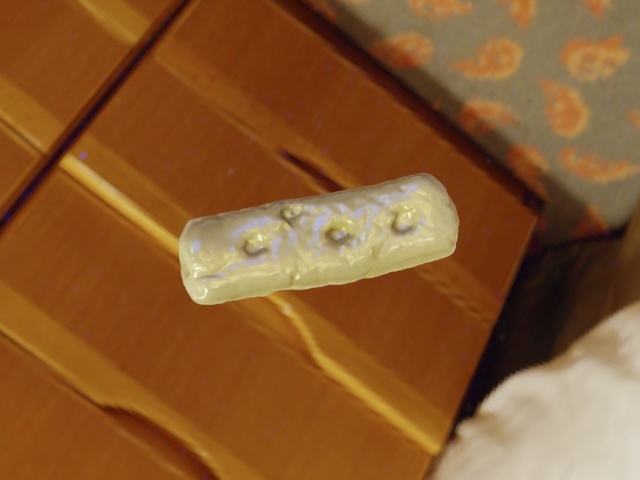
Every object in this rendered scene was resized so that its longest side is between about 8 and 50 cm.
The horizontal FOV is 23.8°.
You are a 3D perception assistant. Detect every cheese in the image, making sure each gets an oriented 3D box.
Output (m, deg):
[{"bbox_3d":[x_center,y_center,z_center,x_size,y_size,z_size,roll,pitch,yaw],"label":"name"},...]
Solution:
[{"bbox_3d":[0.000,0.000,1.030,0.043,0.194,0.065,138,120,-78],"label":"cheese"}]
